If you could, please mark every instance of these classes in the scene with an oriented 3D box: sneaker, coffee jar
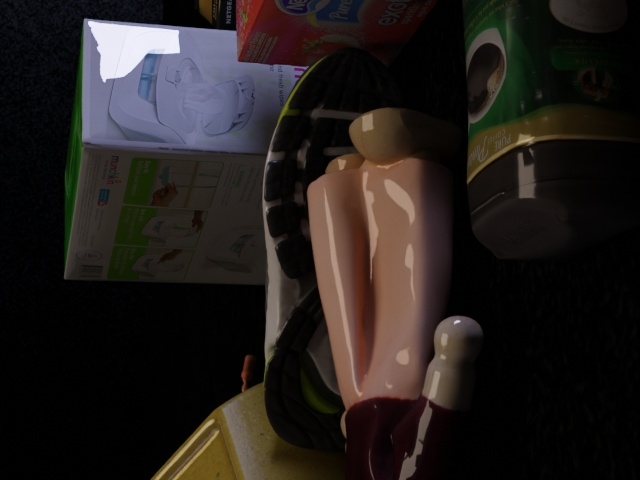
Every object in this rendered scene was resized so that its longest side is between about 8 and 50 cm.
[{"bbox_3d":[0.000,0.000,1.018,0.121,0.111,0.299,-111,28,-69],"label":"sneaker"},{"bbox_3d":[0.107,-0.085,0.607,0.096,0.079,0.184,136,135,-71],"label":"coffee jar"}]

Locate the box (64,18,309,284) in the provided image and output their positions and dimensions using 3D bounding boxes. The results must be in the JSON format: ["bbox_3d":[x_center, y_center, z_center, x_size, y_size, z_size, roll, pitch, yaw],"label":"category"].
[{"bbox_3d":[-0.101,-0.062,1.179,0.262,0.231,0.126,116,152,-62],"label":"box"}]

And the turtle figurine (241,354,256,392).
[{"bbox_3d":[-0.044,0.238,1.194,0.217,0.087,0.269,-63,31,17],"label":"turtle figurine"}]

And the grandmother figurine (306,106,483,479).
[{"bbox_3d":[0.044,0.106,0.827,0.208,0.104,0.342,101,170,-69],"label":"grandmother figurine"}]

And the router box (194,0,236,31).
[{"bbox_3d":[-0.080,-0.389,1.458,0.243,0.081,0.308,-127,40,-72],"label":"router box"}]

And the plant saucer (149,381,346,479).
[{"bbox_3d":[-0.097,0.287,1.020,0.333,0.081,0.332,-48,31,14],"label":"plant saucer"}]

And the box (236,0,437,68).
[{"bbox_3d":[0.020,-0.220,0.911,0.257,0.123,0.128,133,137,-71],"label":"box"}]
